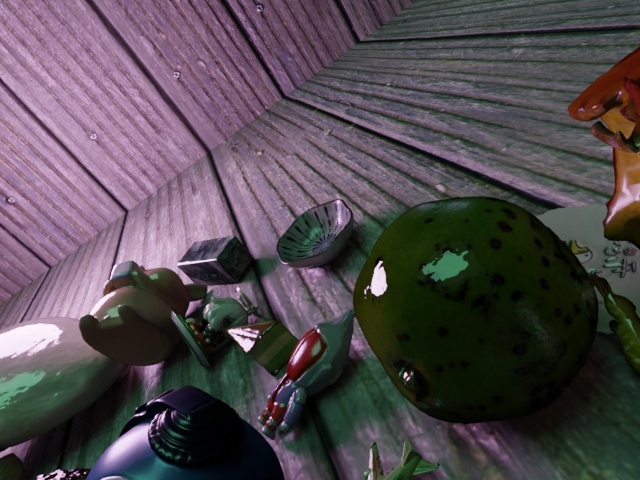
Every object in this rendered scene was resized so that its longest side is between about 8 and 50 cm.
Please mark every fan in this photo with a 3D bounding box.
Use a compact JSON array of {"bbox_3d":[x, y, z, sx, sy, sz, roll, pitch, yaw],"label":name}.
[{"bbox_3d":[0.264,0.040,0.633,0.415,0.012,0.233,-5,40,39],"label":"fan"}]

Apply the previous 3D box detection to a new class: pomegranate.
[{"bbox_3d":[0.164,0.061,0.490,0.254,0.254,0.270,-2,41,45],"label":"pomegranate"}]

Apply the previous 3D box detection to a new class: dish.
[{"bbox_3d":[0.000,0.000,0.921,0.191,0.066,0.190,-27,32,18],"label":"dish"}]

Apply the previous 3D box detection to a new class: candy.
[{"bbox_3d":[-0.634,0.288,0.968,0.427,0.186,0.386,-2,22,25],"label":"candy"}]

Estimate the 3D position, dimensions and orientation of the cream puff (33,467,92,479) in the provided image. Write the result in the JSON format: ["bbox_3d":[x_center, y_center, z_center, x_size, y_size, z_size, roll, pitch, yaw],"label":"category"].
[{"bbox_3d":[-0.368,0.428,0.581,0.239,0.165,0.239,-25,34,18],"label":"cream puff"}]

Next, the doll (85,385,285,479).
[{"bbox_3d":[-0.114,0.301,0.436,0.310,0.284,0.240,6,9,35],"label":"doll"}]

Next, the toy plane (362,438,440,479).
[{"bbox_3d":[0.075,0.268,0.471,0.111,0.040,0.102,-44,28,-13],"label":"toy plane"}]

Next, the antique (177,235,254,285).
[{"bbox_3d":[-0.258,0.053,1.095,0.183,0.088,0.086,-9,40,40],"label":"antique"}]

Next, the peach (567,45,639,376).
[{"bbox_3d":[0.337,0.004,0.277,0.353,0.339,0.416,10,57,54],"label":"peach"}]

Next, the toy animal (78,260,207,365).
[{"bbox_3d":[-0.392,0.150,0.962,0.195,0.213,0.256,-17,33,7],"label":"toy animal"}]

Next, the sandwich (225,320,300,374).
[{"bbox_3d":[-0.102,0.170,0.771,0.074,0.074,0.116,-47,30,-15],"label":"sandwich"}]

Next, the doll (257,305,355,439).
[{"bbox_3d":[-0.013,0.186,0.649,0.227,0.075,0.102,-51,21,-8],"label":"doll"}]

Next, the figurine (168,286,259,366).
[{"bbox_3d":[-0.203,0.155,0.872,0.154,0.132,0.132,-34,26,-23],"label":"figurine"}]

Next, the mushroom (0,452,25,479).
[{"bbox_3d":[-0.691,0.508,0.823,0.206,0.209,0.206,-23,58,42],"label":"mushroom"}]
